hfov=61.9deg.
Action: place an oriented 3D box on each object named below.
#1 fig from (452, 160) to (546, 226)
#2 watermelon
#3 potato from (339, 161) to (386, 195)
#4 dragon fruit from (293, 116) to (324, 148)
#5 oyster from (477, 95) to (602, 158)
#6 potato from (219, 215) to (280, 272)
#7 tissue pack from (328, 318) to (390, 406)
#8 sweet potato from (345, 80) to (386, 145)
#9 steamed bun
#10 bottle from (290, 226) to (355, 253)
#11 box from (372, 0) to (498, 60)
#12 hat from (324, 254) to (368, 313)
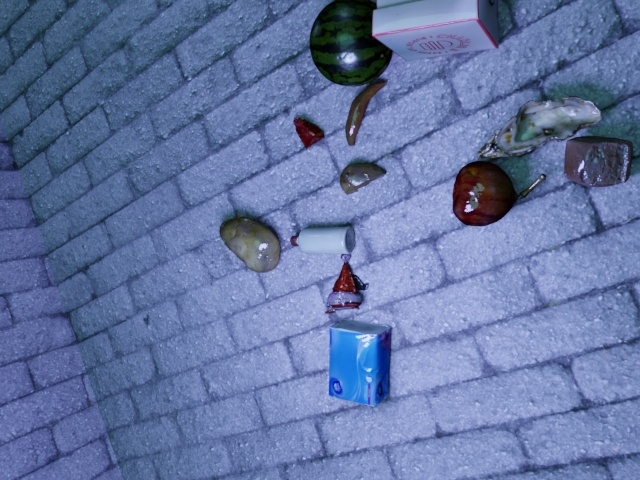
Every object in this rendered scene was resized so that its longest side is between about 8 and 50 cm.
[{"bbox_3d":[0.536,-0.138,1.661,0.250,0.186,0.203,8,86,-5],"label":"fig"},{"bbox_3d":[0.104,-0.648,1.758,0.285,0.285,0.285,4,98,28],"label":"watermelon"},{"bbox_3d":[0.133,-0.236,1.896,0.172,0.089,0.100,-24,82,30],"label":"potato"},{"bbox_3d":[-0.058,-0.415,1.993,0.097,0.063,0.131,-36,79,27],"label":"dragon fruit"},{"bbox_3d":[0.642,-0.331,1.602,0.341,0.110,0.166,-35,89,24],"label":"oyster"},{"bbox_3d":[-0.279,0.005,2.121,0.296,0.141,0.191,29,125,22],"label":"potato"},{"bbox_3d":[0.139,0.440,1.941,0.198,0.146,0.263,4,98,29],"label":"tissue pack"},{"bbox_3d":[0.140,-0.459,1.887,0.078,0.058,0.255,29,107,5],"label":"sweet potato"},{"bbox_3d":[0.792,-0.223,1.525,0.175,0.106,0.144,3,106,16],"label":"steamed bun"},{"bbox_3d":[0.000,0.000,1.988,0.245,0.104,0.104,-1,96,29],"label":"bottle"},{"bbox_3d":[0.353,-0.735,1.593,0.312,0.314,0.299,1,94,28],"label":"box"},{"bbox_3d":[0.085,0.155,1.977,0.140,0.129,0.227,-15,70,51],"label":"hat"}]
